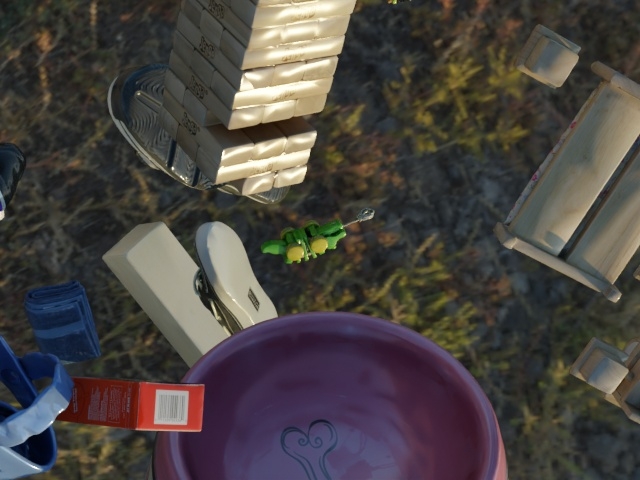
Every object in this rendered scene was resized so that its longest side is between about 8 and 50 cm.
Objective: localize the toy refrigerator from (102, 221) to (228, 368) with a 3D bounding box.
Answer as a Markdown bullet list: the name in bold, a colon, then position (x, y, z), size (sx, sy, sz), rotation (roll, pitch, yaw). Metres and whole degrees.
- **toy refrigerator**: position (-0.216, 0.099, 1.912), size (0.094, 0.102, 0.269), rotation (-45, 108, -24)

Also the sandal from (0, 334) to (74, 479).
- **sandal**: position (-0.305, 0.185, 1.096), size (0.138, 0.317, 0.126), rotation (20, 47, 0)

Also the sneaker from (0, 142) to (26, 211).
- **sneaker**: position (-0.406, -0.105, 1.149), size (0.293, 0.102, 0.146), rotation (31, 58, 13)

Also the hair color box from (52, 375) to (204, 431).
- **hair color box**: position (-0.174, 0.144, 1.067), size (0.072, 0.141, 0.043), rotation (10, 80, -43)

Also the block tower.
- **block tower**: position (-0.031, -0.188, 0.839), size (0.091, 0.335, 0.097), rotation (-15, 47, -35)

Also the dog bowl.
- **dog bowl**: position (0.010, 0.239, 1.247), size (0.408, 0.408, 0.150), rotation (-39, 146, -36)

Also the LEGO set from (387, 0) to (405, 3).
- **LEGO set**: position (0.134, -0.322, 0.902), size (0.331, 0.192, 0.254), rotation (-16, 111, -8)

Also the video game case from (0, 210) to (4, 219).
- **video game case**: position (-0.459, -0.078, 1.522), size (0.122, 0.087, 0.011), rotation (14, 33, 10)

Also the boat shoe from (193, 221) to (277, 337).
- **boat shoe**: position (-0.122, 0.061, 1.510), size (0.219, 0.070, 0.077), rotation (66, 30, -44)

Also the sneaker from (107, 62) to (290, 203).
- **sneaker**: position (-0.256, -0.166, 1.960), size (0.447, 0.258, 0.169), rotation (27, 75, -58)

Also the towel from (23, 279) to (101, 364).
- **towel**: position (-0.279, 0.092, 1.305), size (0.067, 0.119, 0.029), rotation (-13, 51, -9)

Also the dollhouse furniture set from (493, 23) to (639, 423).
- **dollhouse furniture set**: position (0.272, -0.020, 1.244), size (0.356, 0.174, 0.303), rotation (27, 106, -16)

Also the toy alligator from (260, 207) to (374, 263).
- **toy alligator**: position (0.000, 0.000, 1.914), size (0.190, 0.056, 0.051), rotation (-18, 127, -5)
